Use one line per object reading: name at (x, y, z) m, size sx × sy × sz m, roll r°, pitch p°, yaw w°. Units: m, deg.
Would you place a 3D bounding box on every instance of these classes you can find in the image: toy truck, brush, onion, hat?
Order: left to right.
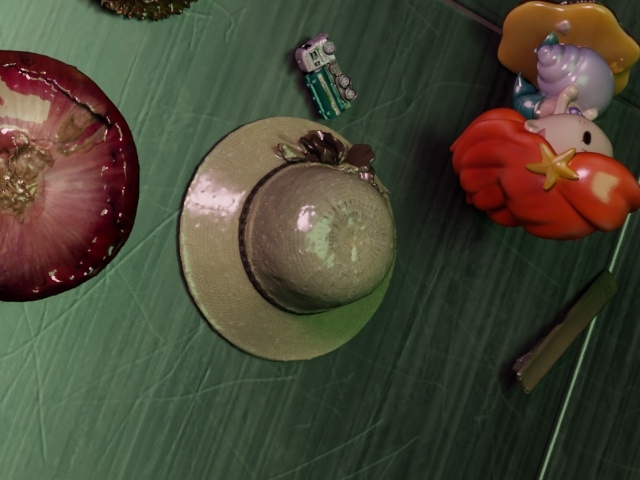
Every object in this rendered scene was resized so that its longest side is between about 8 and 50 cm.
onion at (-0.286, -0.057, 1.704) m, size 0.248 × 0.161 × 0.248 m, roll 1°, pitch 86°, yaw -21°
hat at (0.000, 0.000, 1.888) m, size 0.257 × 0.130 × 0.257 m, roll -1°, pitch 91°, yaw -31°
toy truck at (0.004, -0.168, 1.941) m, size 0.044 × 0.039 × 0.083 m, roll -29°, pitch 107°, yaw -12°
brush at (0.272, 0.102, 2.112) m, size 0.190 × 0.027 × 0.034 m, roll -45°, pitch 116°, yaw -30°

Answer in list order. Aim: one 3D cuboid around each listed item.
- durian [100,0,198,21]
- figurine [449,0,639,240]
durian at (-0.145, -0.294, 1.820) m, size 0.188 × 0.091 × 0.148 m, roll -40°, pitch 110°, yaw -26°
figurine at (0.241, -0.103, 1.981) m, size 0.181 × 0.208 × 0.257 m, roll 82°, pitch 17°, yaw -51°
